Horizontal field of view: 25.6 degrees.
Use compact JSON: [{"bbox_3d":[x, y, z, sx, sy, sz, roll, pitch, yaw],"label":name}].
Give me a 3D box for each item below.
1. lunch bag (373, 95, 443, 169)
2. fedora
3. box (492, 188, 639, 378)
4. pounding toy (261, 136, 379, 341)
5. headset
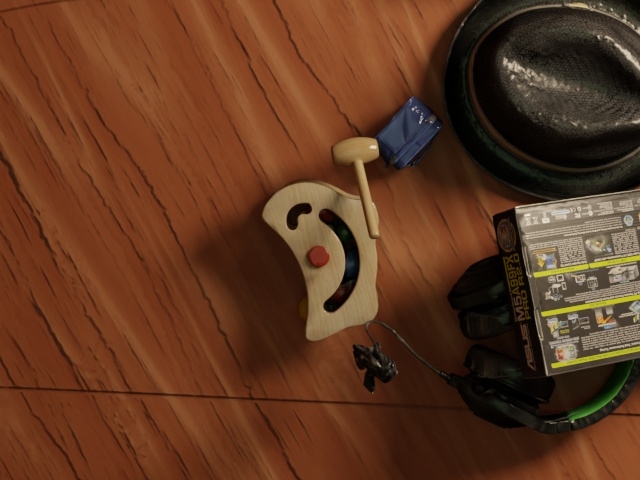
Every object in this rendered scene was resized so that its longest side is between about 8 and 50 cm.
[{"bbox_3d":[0.116,-0.136,1.875,0.065,0.067,0.098,42,98,1],"label":"lunch bag"},{"bbox_3d":[0.325,-0.198,1.816,0.334,0.152,0.334,0,94,4],"label":"fedora"},{"bbox_3d":[0.366,0.050,1.805,0.270,0.060,0.216,-9,86,-24],"label":"box"},{"bbox_3d":[0.000,0.000,1.847,0.154,0.155,0.269,0,97,2],"label":"pounding toy"},{"bbox_3d":[0.239,0.137,1.829,0.394,0.185,0.243,-3,93,-8],"label":"headset"}]
